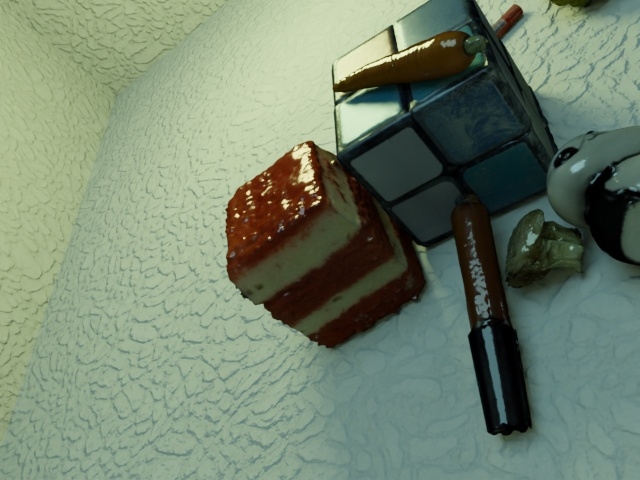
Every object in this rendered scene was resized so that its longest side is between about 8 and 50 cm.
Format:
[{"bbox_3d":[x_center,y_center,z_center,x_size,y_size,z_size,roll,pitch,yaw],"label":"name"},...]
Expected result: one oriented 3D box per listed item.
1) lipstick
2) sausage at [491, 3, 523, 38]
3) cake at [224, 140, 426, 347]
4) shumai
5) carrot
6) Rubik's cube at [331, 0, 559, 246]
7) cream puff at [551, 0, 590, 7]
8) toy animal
[{"bbox_3d":[0.271,0.102,1.001,0.077,0.077,0.419,-24,52,31],"label":"lipstick"},{"bbox_3d":[0.421,-0.499,1.450,0.129,0.034,0.034,-47,36,5],"label":"sausage"},{"bbox_3d":[0.000,0.000,1.208,0.269,0.319,0.270,-36,39,20],"label":"cake"},{"bbox_3d":[0.367,0.020,0.999,0.116,0.145,0.146,18,67,10],"label":"shumai"},{"bbox_3d":[0.136,-0.286,1.019,0.336,0.069,0.069,-1,58,51],"label":"carrot"},{"bbox_3d":[0.232,-0.231,1.175,0.318,0.313,0.316,-28,42,26],"label":"Rubik's cube"},{"bbox_3d":[0.576,-0.620,1.299,0.282,0.185,0.282,-63,-3,-5],"label":"cream puff"},{"bbox_3d":[0.454,-0.079,0.934,0.187,0.165,0.235,-24,39,-2],"label":"toy animal"}]
